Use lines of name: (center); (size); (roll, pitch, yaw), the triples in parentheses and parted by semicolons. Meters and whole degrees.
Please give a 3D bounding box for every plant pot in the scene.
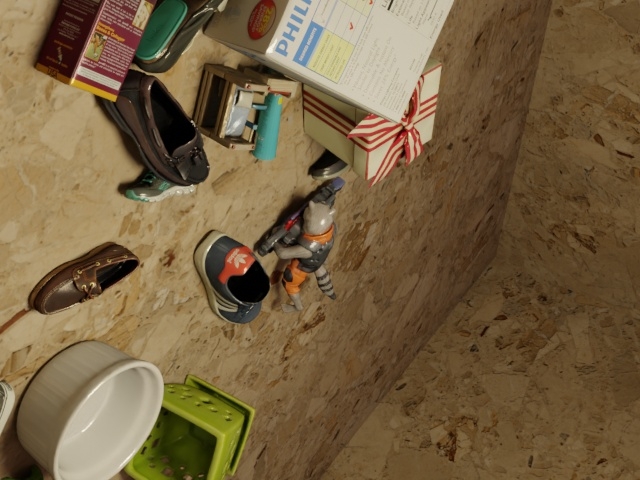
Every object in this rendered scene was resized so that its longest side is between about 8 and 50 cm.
plant pot: (-0.293, 0.460, 1.887); (0.207, 0.228, 0.227); (-24, 135, -65)

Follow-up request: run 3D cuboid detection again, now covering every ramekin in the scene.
ramekin: (-0.446, 0.328, 1.553); (0.277, 0.135, 0.277); (-45, 150, -35)

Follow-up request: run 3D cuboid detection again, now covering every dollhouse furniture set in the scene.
dollhouse furniture set: (-0.130, -0.256, 1.565); (0.184, 0.129, 0.129); (-6, 120, -47)

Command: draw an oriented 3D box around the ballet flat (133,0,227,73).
ballet flat: (-0.218, -0.398, 1.359); (0.280, 0.095, 0.096); (-51, 164, -3)

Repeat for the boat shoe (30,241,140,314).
boat shoe: (-0.415, 0.070, 1.438); (0.207, 0.073, 0.073); (-40, 148, -39)

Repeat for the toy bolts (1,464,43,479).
toy bolts: (-0.512, 0.547, 1.607); (0.228, 0.159, 0.218); (-18, 129, -58)

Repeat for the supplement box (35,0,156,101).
supplement box: (-0.333, -0.318, 1.208); (0.104, 0.081, 0.188); (12, 103, -64)

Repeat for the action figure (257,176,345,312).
action figure: (0.000, 0.000, 2.070); (0.341, 0.179, 0.330); (-46, 160, -29)

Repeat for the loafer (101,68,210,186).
loafer: (-0.263, -0.185, 1.401); (0.302, 0.095, 0.109); (54, 48, -53)

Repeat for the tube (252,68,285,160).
tube: (-0.108, -0.272, 1.720); (0.052, 0.080, 0.207); (-9, 129, -28)

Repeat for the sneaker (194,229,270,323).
sneaker: (-0.175, 0.118, 1.863); (0.131, 0.148, 0.350); (-55, 154, -18)

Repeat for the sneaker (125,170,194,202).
sneaker: (-0.303, -0.117, 1.507); (0.166, 0.065, 0.076); (-27, 120, -57)

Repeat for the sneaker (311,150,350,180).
sneaker: (0.045, -0.250, 2.046); (0.222, 0.083, 0.118); (-41, 129, -28)

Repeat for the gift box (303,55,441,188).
gift box: (0.110, -0.296, 1.843); (0.276, 0.258, 0.255); (-38, 148, -23)

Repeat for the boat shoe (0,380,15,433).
boat shoe: (-0.591, 0.341, 1.361); (0.070, 0.078, 0.219); (17, 91, -66)

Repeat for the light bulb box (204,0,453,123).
light bulb box: (0.037, -0.458, 1.499); (0.361, 0.225, 0.357); (18, 98, -43)
